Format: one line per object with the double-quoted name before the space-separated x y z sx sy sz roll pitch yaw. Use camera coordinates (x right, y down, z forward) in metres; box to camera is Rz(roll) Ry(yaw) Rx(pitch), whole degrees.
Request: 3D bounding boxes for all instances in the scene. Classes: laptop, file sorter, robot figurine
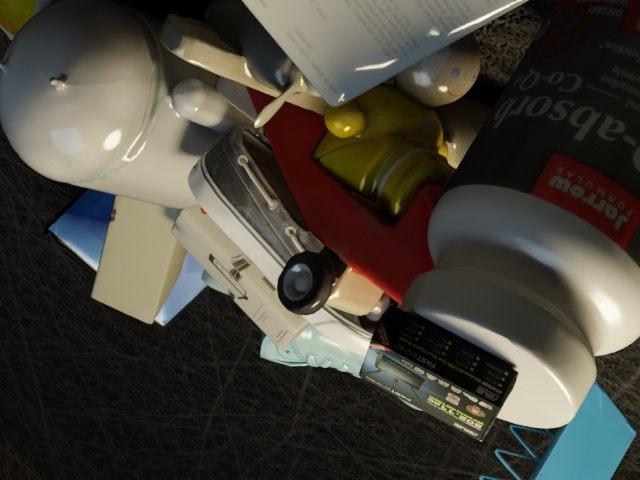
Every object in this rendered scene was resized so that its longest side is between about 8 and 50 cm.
"laptop" -0.199 -0.001 2.480 0.234 0.136 0.264 42 156 -23
"file sorter" 0.298 0.270 2.370 0.104 0.170 0.118 9 148 49
"robot figurine" -0.208 -0.148 2.030 0.300 0.200 0.353 2 173 37

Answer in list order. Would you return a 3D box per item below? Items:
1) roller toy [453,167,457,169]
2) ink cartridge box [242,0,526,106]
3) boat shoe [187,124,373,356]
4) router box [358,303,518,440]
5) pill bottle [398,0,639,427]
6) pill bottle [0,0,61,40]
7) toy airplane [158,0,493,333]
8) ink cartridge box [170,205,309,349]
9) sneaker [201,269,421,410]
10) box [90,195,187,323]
"roller toy" 0.068 -0.032 2.080 0.209 0.146 0.191 35 147 6
"ink cartridge box" 0.081 -0.312 1.446 0.385 0.091 0.308 -29 126 17
"boat shoe" 0.000 0.000 1.961 0.301 0.108 0.102 45 122 -3
"router box" 0.096 0.110 1.540 0.122 0.038 0.092 28 158 7
"pill bottle" 0.221 -0.032 1.616 0.210 0.363 0.210 26 156 12
"pill bottle" -0.305 -0.291 2.061 0.117 0.117 0.215 32 156 -1
"toy airplane" 0.038 -0.131 1.799 0.384 0.386 0.272 44 116 -8
"ink cartridge box" -0.057 0.004 2.245 0.203 0.148 0.086 47 157 5
"sneaker" 0.001 0.116 2.405 0.366 0.150 0.135 43 -168 -7
"box" -0.211 -0.029 2.363 0.094 0.113 0.275 24 135 2
